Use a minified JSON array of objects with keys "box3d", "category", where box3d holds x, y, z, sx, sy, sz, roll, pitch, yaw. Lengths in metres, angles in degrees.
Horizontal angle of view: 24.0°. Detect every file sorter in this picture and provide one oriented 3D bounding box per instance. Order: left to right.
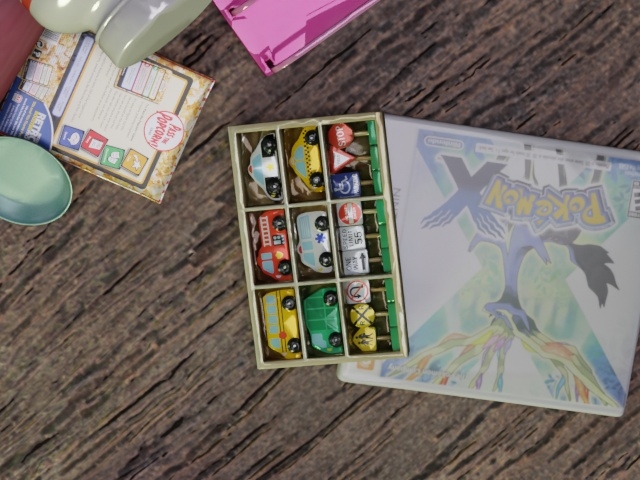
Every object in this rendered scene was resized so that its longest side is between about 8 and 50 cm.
[{"box3d":[-0.052,-0.338,1.516,0.202,0.182,0.290,-36,100,1],"category":"file sorter"}]

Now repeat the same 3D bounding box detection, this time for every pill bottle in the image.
[{"box3d":[-0.242,-0.319,1.379,0.181,0.181,0.323,-40,88,1],"category":"pill bottle"}]

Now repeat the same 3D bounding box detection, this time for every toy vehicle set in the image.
[{"box3d":[0.000,0.000,1.620,0.166,0.035,0.266,-6,96,8],"category":"toy vehicle set"}]

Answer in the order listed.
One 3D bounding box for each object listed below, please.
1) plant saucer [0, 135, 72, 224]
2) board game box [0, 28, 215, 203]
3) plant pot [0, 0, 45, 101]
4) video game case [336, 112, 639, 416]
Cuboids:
[{"box3d":[-0.317,-0.068,1.588,0.119,0.021,0.119,6,131,7],"category":"plant saucer"},{"box3d":[-0.229,-0.145,1.597,0.194,0.045,0.146,24,95,-8],"category":"board game box"},{"box3d":[-0.368,-0.214,1.494,0.201,0.201,0.180,43,93,-9],"category":"plant pot"},{"box3d":[0.201,0.030,1.667,0.329,0.036,0.299,8,98,-7],"category":"video game case"}]
